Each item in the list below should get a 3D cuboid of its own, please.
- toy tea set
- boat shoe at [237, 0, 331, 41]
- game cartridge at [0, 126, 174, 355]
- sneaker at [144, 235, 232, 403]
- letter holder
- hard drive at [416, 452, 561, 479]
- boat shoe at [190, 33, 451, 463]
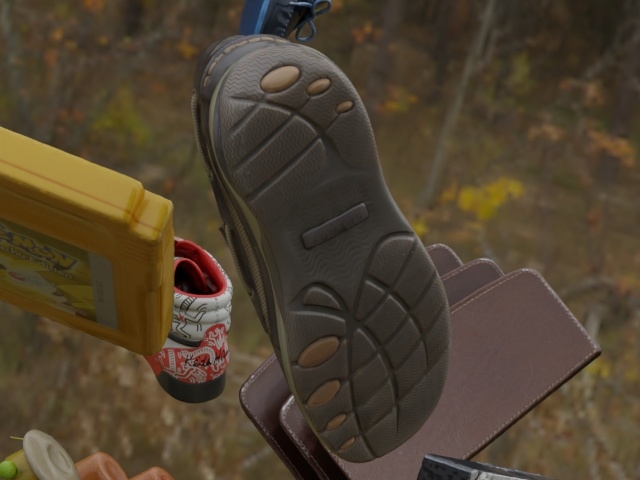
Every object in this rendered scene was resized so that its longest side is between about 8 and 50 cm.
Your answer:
[{"bbox_3d":[-0.250,0.330,2.001,0.200,0.124,0.336,59,14,25],"label":"toy tea set"},{"bbox_3d":[-0.022,-0.288,2.029,0.089,0.258,0.109,22,-12,-17],"label":"boat shoe"},{"bbox_3d":[-0.259,-0.013,1.521,0.285,0.052,0.323,21,-19,3],"label":"game cartridge"},{"bbox_3d":[-0.183,0.045,1.943,0.090,0.145,0.270,-15,38,-35],"label":"sneaker"},{"bbox_3d":[0.094,0.133,1.886,0.214,0.302,0.152,52,-22,5],"label":"letter holder"},{"bbox_3d":[0.131,0.374,1.669,0.064,0.339,0.237,14,-4,37],"label":"hard drive"},{"bbox_3d":[0.000,0.000,1.320,0.132,0.355,0.130,-23,33,-12],"label":"boat shoe"}]
